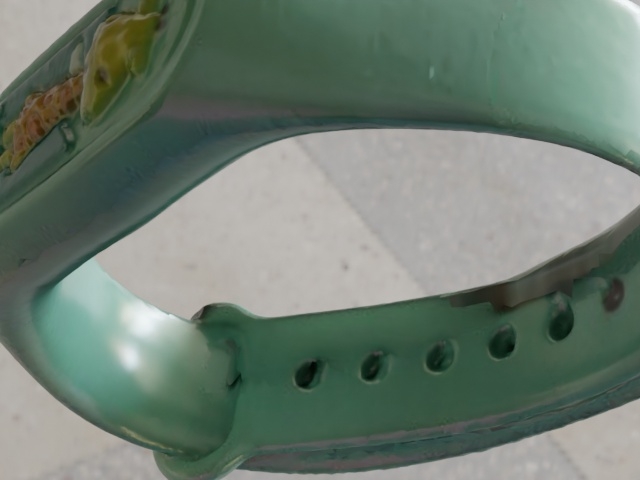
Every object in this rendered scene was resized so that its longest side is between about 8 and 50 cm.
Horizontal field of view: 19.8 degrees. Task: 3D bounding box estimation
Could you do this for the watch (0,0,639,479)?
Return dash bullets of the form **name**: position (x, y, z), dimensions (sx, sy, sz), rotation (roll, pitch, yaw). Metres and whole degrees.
- **watch**: position (0.000, 0.000, 0.526), dimensions (0.195, 0.237, 0.068), rotation (26, 51, -30)
